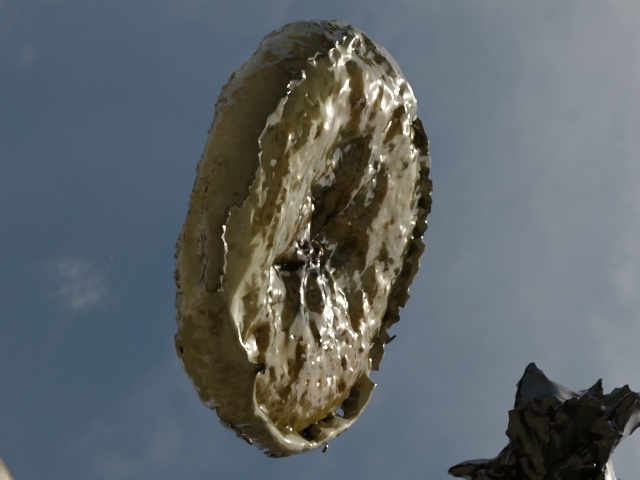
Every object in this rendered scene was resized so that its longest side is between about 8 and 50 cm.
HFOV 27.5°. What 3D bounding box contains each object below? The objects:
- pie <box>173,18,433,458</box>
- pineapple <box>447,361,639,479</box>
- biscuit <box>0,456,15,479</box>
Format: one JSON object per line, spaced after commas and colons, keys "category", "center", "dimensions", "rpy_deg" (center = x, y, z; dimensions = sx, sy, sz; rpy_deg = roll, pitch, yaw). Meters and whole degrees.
{"category": "pie", "center": [0.000, 0.000, 0.799], "dimensions": [0.055, 0.274, 0.274], "rpy_deg": [10, -93, 28]}
{"category": "pineapple", "center": [0.114, 0.254, 0.759], "dimensions": [0.202, 0.202, 0.362], "rpy_deg": [18, -86, -8]}
{"category": "biscuit", "center": [-0.315, 0.263, 0.771], "dimensions": [0.350, 0.070, 0.394], "rpy_deg": [38, -131, -41]}
